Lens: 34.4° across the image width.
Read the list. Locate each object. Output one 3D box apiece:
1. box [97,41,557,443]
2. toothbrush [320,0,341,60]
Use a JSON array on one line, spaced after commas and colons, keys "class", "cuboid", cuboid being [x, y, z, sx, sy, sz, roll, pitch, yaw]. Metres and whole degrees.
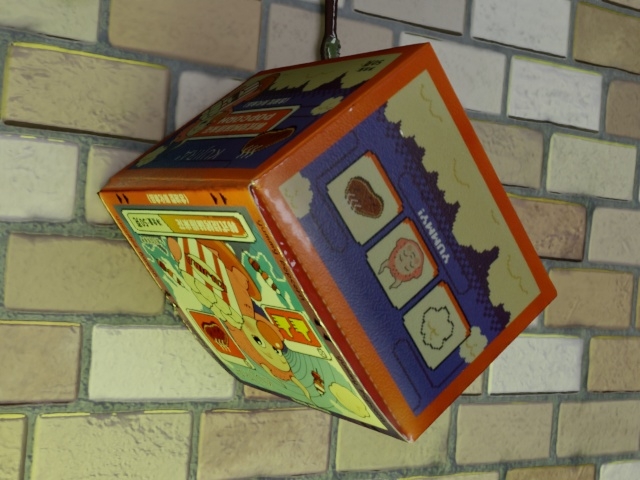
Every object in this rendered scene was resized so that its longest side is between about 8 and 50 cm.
[{"class": "box", "cuboid": [0.000, 0.000, 1.114, 0.257, 0.349, 0.318, -42, 115, -24]}, {"class": "toothbrush", "cuboid": [0.018, -0.398, 1.284, 0.041, 0.041, 0.363, 2, 92, -33]}]
